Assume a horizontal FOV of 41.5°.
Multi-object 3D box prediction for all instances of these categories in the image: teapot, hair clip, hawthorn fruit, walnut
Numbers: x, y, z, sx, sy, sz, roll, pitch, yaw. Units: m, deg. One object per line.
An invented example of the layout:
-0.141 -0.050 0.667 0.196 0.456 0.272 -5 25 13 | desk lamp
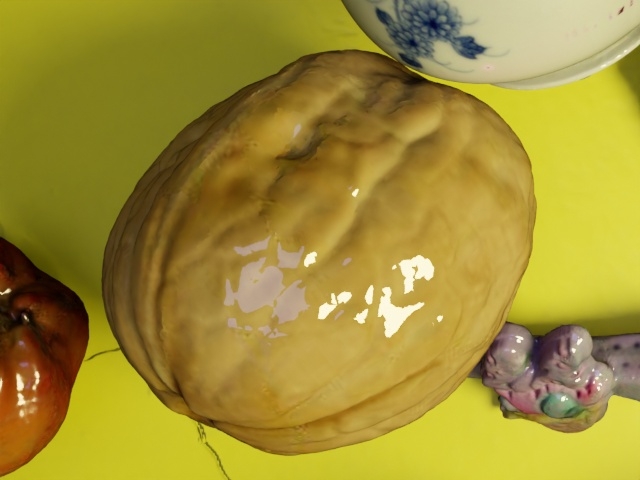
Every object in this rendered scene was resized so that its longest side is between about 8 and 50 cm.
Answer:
0.138 -0.205 0.563 0.424 0.280 0.252 29 77 44 | teapot
0.219 0.098 0.655 0.279 0.137 0.090 -5 54 11 | hair clip
-0.328 0.113 0.727 0.261 0.224 0.224 -35 83 35 | hawthorn fruit
0.001 0.002 0.616 0.252 0.277 0.313 47 61 -19 | walnut
